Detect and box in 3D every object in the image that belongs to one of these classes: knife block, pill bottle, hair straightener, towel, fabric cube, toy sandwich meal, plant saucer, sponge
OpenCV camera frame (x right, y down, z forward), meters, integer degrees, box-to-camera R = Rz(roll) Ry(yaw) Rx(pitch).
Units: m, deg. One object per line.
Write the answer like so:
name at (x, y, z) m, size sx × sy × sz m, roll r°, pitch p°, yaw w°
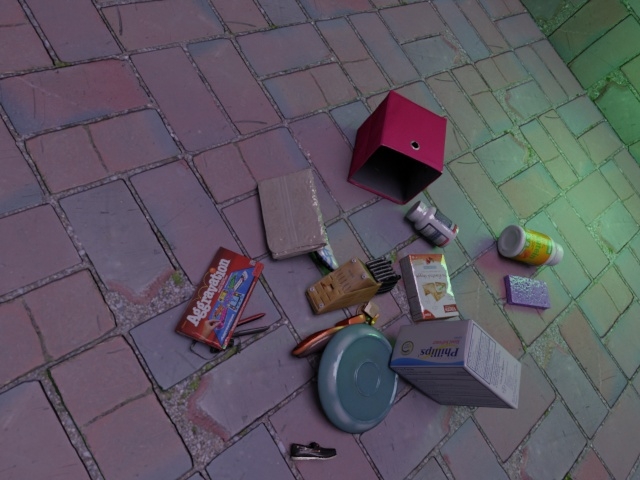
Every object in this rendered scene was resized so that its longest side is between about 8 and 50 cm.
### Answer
knife block at (0.120, 0.154, 1.456) m, size 0.276 × 0.242 × 0.088 m, roll -35°, pitch 58°, yaw 9°
pill bottle at (0.417, -0.065, 1.681) m, size 0.180 × 0.108 × 0.108 m, roll 38°, pitch 58°, yaw -7°
hair straightener at (-0.246, 0.274, 1.245) m, size 0.231 × 0.047 × 0.089 m, roll -13°, pitch 75°, yaw -30°
towel at (-0.089, -0.085, 1.421) m, size 0.187 × 0.049 × 0.282 m, roll -13°, pitch 71°, yaw 6°
fabric cube at (0.282, -0.331, 1.639) m, size 0.254 × 0.259 × 0.258 m, roll 22°, pitch 61°, yaw -15°
toy sandwich meal at (0.158, 0.241, 1.470) m, size 0.086 × 0.029 × 0.085 m, roll 10°, pitch 65°, yaw -22°
plant saucer at (0.129, 0.405, 1.324) m, size 0.318 × 0.044 × 0.317 m, roll 8°, pitch 77°, yaw -38°
sponge at (0.840, 0.210, 1.818) m, size 0.210 × 0.031 × 0.117 m, roll 10°, pitch 65°, yaw -21°
pill bottle at (0.870, 0.029, 1.846) m, size 0.246 × 0.136 × 0.136 m, roll 15°, pitch 63°, yaw -20°

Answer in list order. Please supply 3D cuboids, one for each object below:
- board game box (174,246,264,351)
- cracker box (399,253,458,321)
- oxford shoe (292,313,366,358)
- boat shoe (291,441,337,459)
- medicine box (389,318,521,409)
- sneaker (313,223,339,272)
board game box at (-0.277, 0.157, 1.265) m, size 0.145 × 0.027 × 0.281 m, roll 22°, pitch 56°, yaw -2°
cracker box at (0.384, 0.166, 1.591) m, size 0.156 × 0.067 × 0.232 m, roll -1°, pitch 70°, yaw -26°
oxford shoe at (0.042, 0.307, 1.348) m, size 0.271 × 0.097 × 0.098 m, roll -17°, pitch 83°, yaw -31°
boat shoe at (-0.016, 0.576, 1.229) m, size 0.133 × 0.049 × 0.042 m, roll 9°, pitch 73°, yaw -18°
medicine box at (0.410, 0.379, 1.357) m, size 0.289 × 0.264 × 0.149 m, roll 41°, pitch 54°, yaw -26°
sneaker at (0.000, 0.000, 1.457) m, size 0.086 × 0.085 × 0.237 m, roll -31°, pitch 82°, yaw -9°
